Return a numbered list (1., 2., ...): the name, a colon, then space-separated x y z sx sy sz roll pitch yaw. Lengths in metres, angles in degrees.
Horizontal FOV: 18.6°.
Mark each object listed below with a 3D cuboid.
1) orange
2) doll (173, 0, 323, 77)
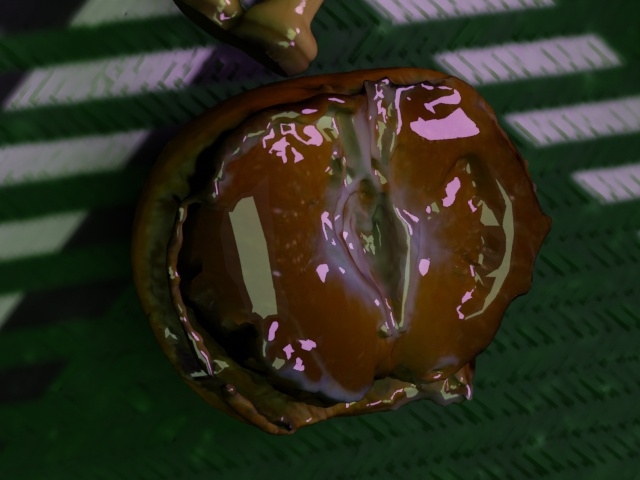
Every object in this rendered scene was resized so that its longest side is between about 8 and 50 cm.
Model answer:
1. orange: 0.000 0.000 0.760 0.160 0.112 0.170 -51 133 -16
2. doll: 0.017 -0.162 0.748 0.207 0.129 0.081 -58 155 -12
